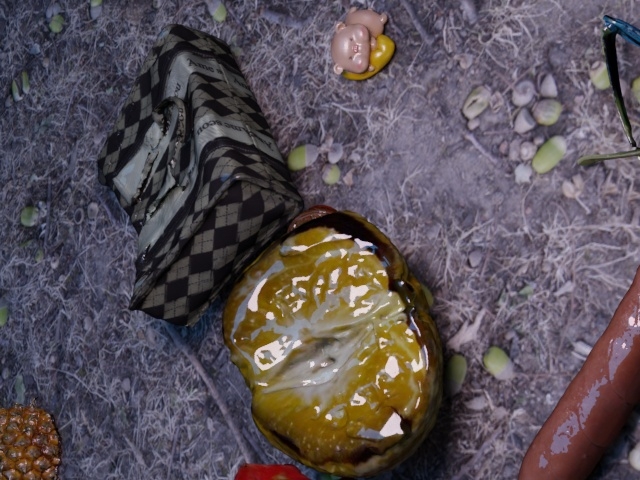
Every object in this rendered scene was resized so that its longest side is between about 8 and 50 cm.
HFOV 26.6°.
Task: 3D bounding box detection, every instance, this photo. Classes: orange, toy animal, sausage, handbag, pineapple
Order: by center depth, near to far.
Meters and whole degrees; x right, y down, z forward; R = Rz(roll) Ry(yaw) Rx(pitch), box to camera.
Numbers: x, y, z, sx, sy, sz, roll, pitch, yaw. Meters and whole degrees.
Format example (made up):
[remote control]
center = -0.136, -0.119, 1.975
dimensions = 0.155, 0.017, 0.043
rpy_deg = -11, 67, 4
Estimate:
[sausage]
center = 0.353, 0.149, 1.601
dimensions = 0.088, 0.088, 0.433
rpy_deg = 40, 108, 40
[orange]
center = 0.029, 0.153, 1.798
dimensions = 0.271, 0.210, 0.368
rpy_deg = -26, 62, 9
[toy animal]
center = 0.057, -0.293, 1.977
dimensions = 0.091, 0.082, 0.114
rpy_deg = 5, 82, 41
[handbag]
center = -0.214, -0.098, 2.102
dimensions = 0.316, 0.180, 0.416
rpy_deg = -50, 41, 25
[pineapple]
center = -0.546, 0.357, 2.320
dimensions = 0.161, 0.137, 0.176
rpy_deg = -31, 61, 33

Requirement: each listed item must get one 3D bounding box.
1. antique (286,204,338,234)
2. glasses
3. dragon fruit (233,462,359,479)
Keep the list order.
[antique]
center = 0.000, 0.000, 1.943
dimensions = 0.104, 0.104, 0.104
rpy_deg = -12, 72, 40
[glasses]
center = 0.407, -0.156, 1.647
dimensions = 0.239, 0.102, 0.206
rpy_deg = 49, 140, 37
[dragon fruit]
center = -0.046, 0.436, 1.693
dimensions = 0.371, 0.249, 0.386
rpy_deg = -40, 54, -21
